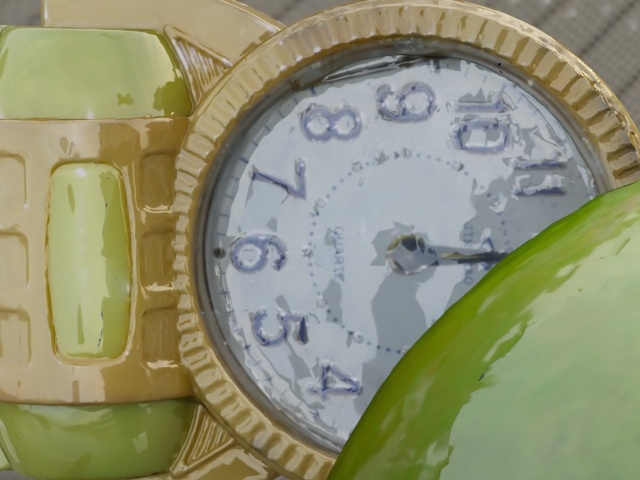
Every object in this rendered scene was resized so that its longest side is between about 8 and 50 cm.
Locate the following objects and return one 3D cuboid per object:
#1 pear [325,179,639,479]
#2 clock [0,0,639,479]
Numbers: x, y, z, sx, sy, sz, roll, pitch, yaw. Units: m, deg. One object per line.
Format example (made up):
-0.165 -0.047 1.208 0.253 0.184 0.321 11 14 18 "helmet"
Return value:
0.099 0.177 0.468 0.165 0.398 0.399 -10 27 -40 "pear"
0.000 0.000 0.837 0.317 0.244 0.200 -1 7 9 "clock"
